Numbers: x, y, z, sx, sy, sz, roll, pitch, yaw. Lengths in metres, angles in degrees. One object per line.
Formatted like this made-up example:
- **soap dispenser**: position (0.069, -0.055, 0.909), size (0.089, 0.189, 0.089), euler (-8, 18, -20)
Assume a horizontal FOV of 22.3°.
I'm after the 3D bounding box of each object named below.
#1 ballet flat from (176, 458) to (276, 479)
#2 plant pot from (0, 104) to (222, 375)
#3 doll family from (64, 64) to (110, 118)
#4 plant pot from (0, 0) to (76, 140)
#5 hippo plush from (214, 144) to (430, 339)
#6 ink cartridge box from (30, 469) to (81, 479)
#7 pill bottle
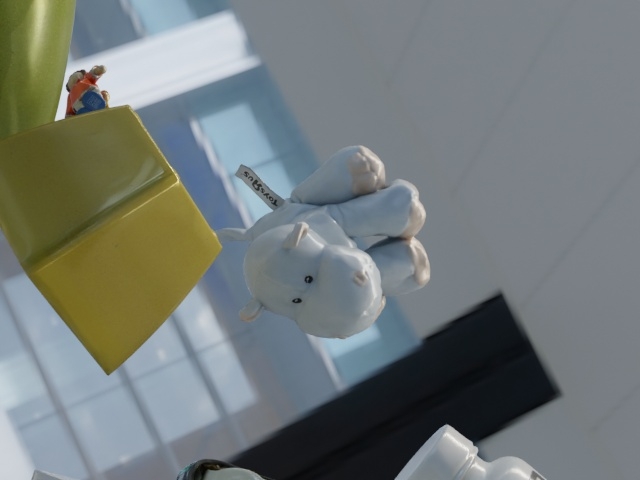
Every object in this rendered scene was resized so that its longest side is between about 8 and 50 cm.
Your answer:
- **ballet flat**: position (-0.045, 0.336, 1.979), size (0.280, 0.095, 0.096), euler (17, -33, 2)
- **plant pot**: position (-0.235, -0.021, 1.789), size (0.212, 0.187, 0.212), euler (54, -6, 42)
- **doll family**: position (-0.346, -0.119, 2.265), size (0.118, 0.263, 0.163), euler (33, 10, -25)
- **plant pot**: position (-0.431, -0.259, 2.075), size (0.275, 0.275, 0.293), euler (23, -60, 59)
- **hippo plush**: position (0.000, 0.000, 2.048), size (0.294, 0.234, 0.236), euler (31, 13, 1)
- **ink cartridge box**: position (-0.360, 0.509, 2.381), size (0.211, 0.289, 0.121), euler (14, -8, 33)
- **pill bottle**: position (0.225, 0.359, 1.845), size (0.318, 0.176, 0.176), euler (40, -27, 3)
